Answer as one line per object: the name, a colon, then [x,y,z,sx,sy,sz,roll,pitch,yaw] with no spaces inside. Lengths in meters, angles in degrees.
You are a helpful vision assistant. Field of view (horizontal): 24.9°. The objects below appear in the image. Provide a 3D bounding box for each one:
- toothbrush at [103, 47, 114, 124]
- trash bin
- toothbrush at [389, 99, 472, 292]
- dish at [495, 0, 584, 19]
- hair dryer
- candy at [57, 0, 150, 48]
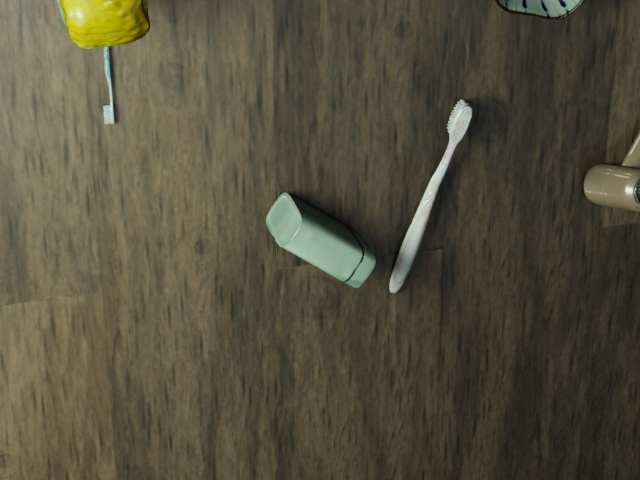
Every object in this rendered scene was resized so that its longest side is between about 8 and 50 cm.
toothbrush: [-0.276,-0.227,1.858,0.014,0.011,0.167,-5,116,-9]
trash bin: [0.000,0.000,1.993,0.130,0.116,0.059,29,102,-26]
toothbrush: [0.153,-0.060,2.068,0.025,0.029,0.307,11,113,-21]
dish: [0.293,-0.390,1.928,0.191,0.066,0.190,-7,119,-12]
hair dryer: [0.466,-0.127,2.098,0.064,0.117,0.181,33,82,-26]
candy: [-0.260,-0.348,1.667,0.118,0.260,0.260,-10,118,-4]
